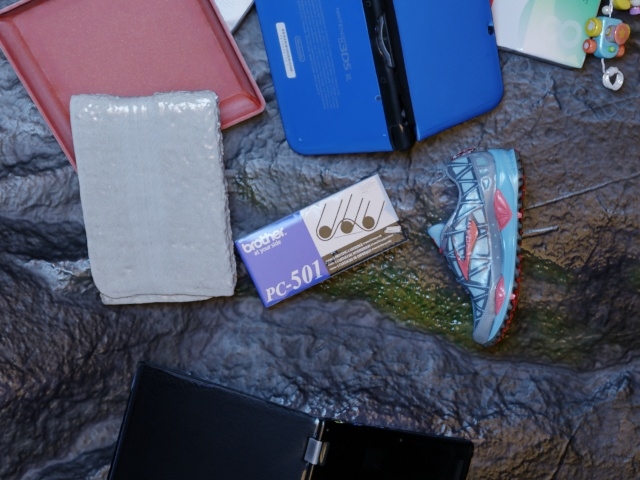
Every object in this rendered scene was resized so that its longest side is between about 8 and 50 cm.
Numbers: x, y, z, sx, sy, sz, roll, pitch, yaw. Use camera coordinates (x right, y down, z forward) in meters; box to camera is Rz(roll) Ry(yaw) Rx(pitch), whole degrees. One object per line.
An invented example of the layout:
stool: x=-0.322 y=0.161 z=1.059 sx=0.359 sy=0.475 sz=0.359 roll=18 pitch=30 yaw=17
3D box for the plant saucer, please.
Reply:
plant saucer: x=-0.236 y=-0.225 z=1.629 sx=0.259 sy=0.047 sz=0.259 roll=-23 pitch=121 yaw=6

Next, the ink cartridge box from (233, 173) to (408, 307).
ink cartridge box: x=0.000 y=0.000 z=1.719 sx=0.207 sy=0.046 sz=0.097 roll=-26 pitch=94 yaw=-4

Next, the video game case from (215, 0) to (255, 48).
video game case: x=-0.167 y=-0.417 z=1.677 sx=0.270 sy=0.061 sz=0.244 roll=36 pitch=90 yaw=-6

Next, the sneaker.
sneaker: x=0.202 y=0.009 z=1.729 sx=0.125 sy=0.104 sz=0.261 roll=3 pitch=88 yaw=12

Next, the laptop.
laptop: x=-0.061 y=0.396 z=1.745 sx=0.408 sy=0.236 sz=0.381 roll=14 pitch=92 yaw=-35

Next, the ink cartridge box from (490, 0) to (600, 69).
ink cartridge box: x=0.257 y=-0.339 z=1.728 sx=0.225 sy=0.056 sz=0.180 roll=15 pitch=91 yaw=-8

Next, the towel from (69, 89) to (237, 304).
towel: x=-0.206 y=-0.052 z=1.653 sx=0.187 sy=0.049 sz=0.282 roll=-2 pitch=112 yaw=2

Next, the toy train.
toy train: x=0.419 y=-0.281 z=1.721 sx=0.166 sy=0.046 sz=0.125 roll=-49 pitch=115 yaw=-14

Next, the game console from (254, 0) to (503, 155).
game console: x=0.073 y=-0.275 z=1.679 sx=0.250 sy=0.173 sz=0.293 roll=-1 pitch=114 yaw=27
